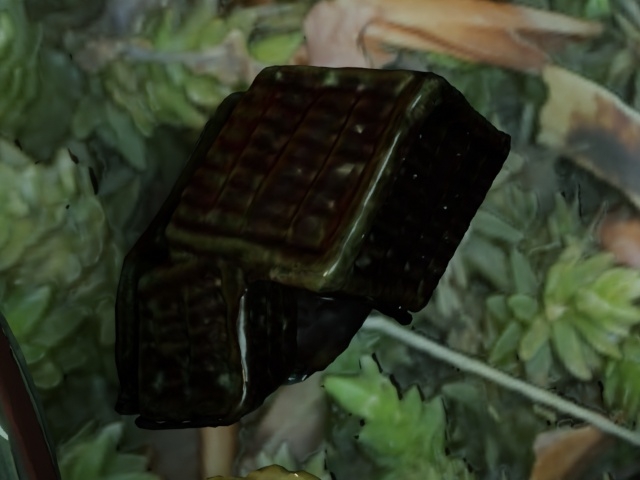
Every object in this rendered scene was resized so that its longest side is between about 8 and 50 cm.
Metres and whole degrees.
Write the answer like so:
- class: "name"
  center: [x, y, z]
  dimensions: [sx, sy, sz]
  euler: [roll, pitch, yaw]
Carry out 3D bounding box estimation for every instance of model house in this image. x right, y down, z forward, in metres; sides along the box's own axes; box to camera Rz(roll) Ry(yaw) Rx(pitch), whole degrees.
- class: "model house"
  center: [-0.003, 0.006, 0.487]
  dimensions: [0.106, 0.152, 0.165]
  euler: [28, 83, -13]

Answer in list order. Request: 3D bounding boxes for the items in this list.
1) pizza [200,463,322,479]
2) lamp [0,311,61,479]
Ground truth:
- class: "pizza"
  center: [-0.077, 0.213, 0.316]
  dimensions: [0.223, 0.089, 0.323]
  euler: [2, 106, -50]
- class: "lamp"
  center: [-0.185, 0.095, 0.377]
  dimensions: [0.233, 0.233, 0.265]
  euler: [2, 106, -20]
